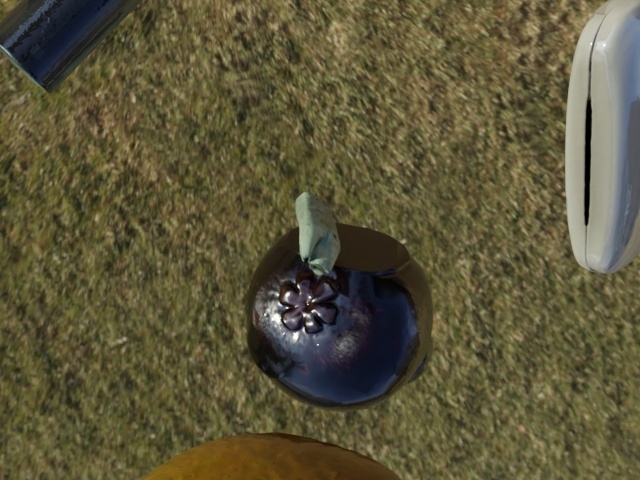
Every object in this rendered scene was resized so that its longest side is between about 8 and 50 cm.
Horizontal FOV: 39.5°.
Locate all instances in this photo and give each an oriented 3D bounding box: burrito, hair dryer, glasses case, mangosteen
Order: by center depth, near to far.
[{"bbox_3d":[0.206,-0.068,0.613,0.081,0.051,0.204,-32,129,-33],"label":"glasses case"},{"bbox_3d":[-0.273,-0.289,0.809,0.195,0.078,0.248,-48,113,-7],"label":"hair dryer"},{"bbox_3d":[-0.002,-0.003,1.058,0.044,0.118,0.074,-26,128,13],"label":"burrito"},{"bbox_3d":[0.036,0.099,1.246,0.287,0.287,0.233,0,109,-8],"label":"mangosteen"}]

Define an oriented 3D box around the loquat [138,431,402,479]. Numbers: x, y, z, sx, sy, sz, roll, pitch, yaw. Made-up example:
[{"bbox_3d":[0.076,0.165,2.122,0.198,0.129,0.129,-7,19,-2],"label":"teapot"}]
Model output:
[{"bbox_3d":[-0.034,0.266,0.541,0.276,0.284,0.276,6,111,17],"label":"loquat"}]
